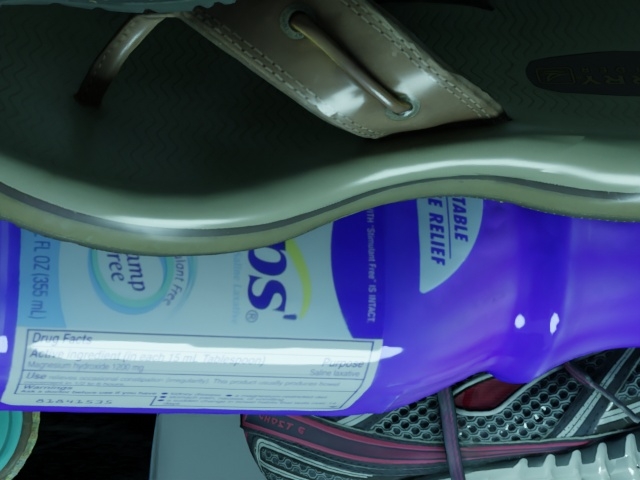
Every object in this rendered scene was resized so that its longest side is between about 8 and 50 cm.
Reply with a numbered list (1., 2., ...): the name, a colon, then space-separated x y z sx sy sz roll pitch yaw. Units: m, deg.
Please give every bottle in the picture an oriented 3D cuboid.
1. bottle: 0.000 0.000 0.666 0.283 0.118 0.092 3 158 -15

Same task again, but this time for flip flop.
1. flip flop: 0.018 -0.057 0.564 0.277 0.112 0.080 1 133 -5

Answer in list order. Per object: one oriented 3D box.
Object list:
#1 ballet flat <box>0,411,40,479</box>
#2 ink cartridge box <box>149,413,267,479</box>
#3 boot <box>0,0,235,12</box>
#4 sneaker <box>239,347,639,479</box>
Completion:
1. ballet flat: -0.290 0.052 0.787 0.349 0.123 0.123 2 158 -17
2. ink cartridge box: 0.003 0.153 1.087 0.140 0.082 0.190 -5 155 14
3. boot: -0.084 -0.112 0.420 0.246 0.083 0.161 -15 151 24
4. sneaker: 0.096 0.050 0.841 0.299 0.112 0.121 -26 -169 22
